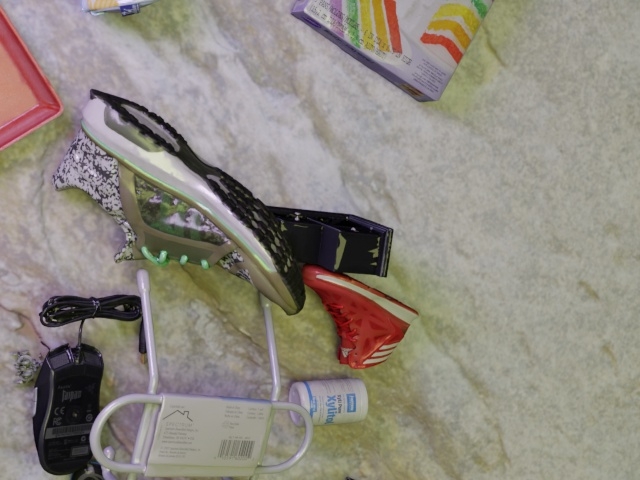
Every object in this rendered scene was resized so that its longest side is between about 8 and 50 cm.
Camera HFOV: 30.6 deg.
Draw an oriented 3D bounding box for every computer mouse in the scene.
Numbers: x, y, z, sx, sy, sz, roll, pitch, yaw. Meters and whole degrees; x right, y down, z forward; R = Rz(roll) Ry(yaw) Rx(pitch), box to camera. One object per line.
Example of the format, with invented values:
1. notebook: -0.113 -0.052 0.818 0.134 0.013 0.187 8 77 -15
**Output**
1. computer mouse: -0.326 0.192 1.653 0.184 0.060 0.261 -7 106 -42

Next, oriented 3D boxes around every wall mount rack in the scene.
1. wall mount rack: -0.171 0.211 1.659 0.350 0.130 0.304 9 99 -35

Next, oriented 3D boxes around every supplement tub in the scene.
1. supplement tub: 0.011 0.246 1.778 0.107 0.071 0.071 -2 100 -20

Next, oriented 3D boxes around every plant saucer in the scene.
1. plant saucer: -0.511 -0.212 1.520 0.259 0.048 0.258 -35 109 -13

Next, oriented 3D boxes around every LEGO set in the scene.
1. LEGO set: -0.401 0.184 1.638 0.083 0.023 0.054 25 89 -22

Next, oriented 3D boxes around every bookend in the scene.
1. bookend: 0.000 0.000 1.688 0.157 0.156 0.072 5 97 -20

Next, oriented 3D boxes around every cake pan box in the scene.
1. cake pan box: 0.119 -0.374 1.720 0.267 0.070 0.245 32 85 -22

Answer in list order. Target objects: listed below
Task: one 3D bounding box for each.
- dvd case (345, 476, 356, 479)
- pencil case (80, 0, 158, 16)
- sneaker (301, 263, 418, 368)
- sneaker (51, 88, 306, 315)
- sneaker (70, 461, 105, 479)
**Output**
1. dvd case: 0.064 0.518 1.865 0.179 0.029 0.238 28 89 -22
2. pencil case: -0.278 -0.433 1.537 0.124 0.113 0.273 -9 103 1
3. sneaker: 0.042 0.124 1.751 0.221 0.087 0.128 26 90 -31
4. sneaker: -0.197 -0.021 1.608 0.410 0.158 0.182 42 105 0
5. sneaker: -0.321 0.407 1.675 0.067 0.078 0.188 -4 99 -16
